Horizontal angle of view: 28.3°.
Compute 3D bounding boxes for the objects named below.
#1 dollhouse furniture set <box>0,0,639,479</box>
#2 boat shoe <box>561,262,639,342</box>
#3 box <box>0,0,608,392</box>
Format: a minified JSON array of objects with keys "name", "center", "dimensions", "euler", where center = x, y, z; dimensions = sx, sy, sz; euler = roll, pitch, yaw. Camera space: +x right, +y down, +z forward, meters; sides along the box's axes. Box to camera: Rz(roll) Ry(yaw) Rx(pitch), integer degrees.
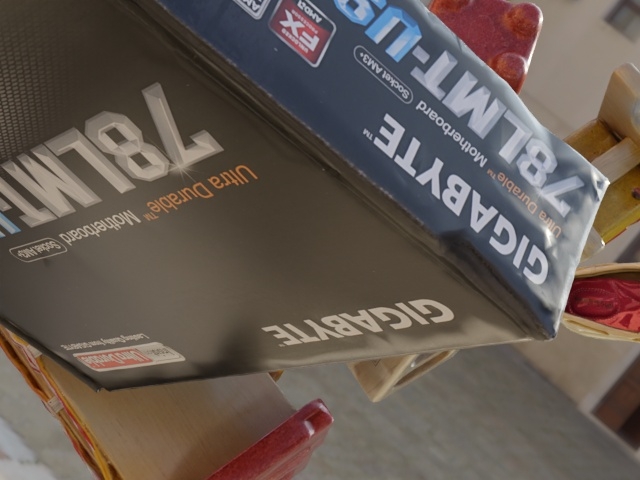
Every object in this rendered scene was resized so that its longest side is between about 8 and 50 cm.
[{"name":"dollhouse furniture set","center":[0.000,0.000,0.714],"dimensions":[0.201,0.374,0.152],"euler":[53,-18,12]},{"name":"boat shoe","center":[0.234,0.046,0.871],"dimensions":[0.170,0.063,0.059],"euler":[-3,-12,34]},{"name":"box","center":[-0.107,-0.055,0.438],"dimensions":[0.293,0.073,0.295],"euler":[41,-29,-25]}]
